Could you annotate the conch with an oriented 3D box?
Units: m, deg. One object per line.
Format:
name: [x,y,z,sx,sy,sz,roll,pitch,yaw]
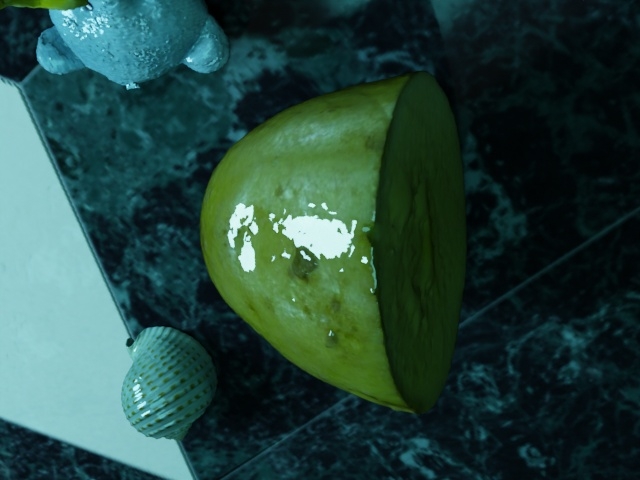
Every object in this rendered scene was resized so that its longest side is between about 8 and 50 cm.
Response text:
conch: [-0.117,0.112,0.750,0.076,0.057,0.085,-23,115,5]

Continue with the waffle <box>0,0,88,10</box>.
waffle: [-0.149,-0.234,0.464,0.056,0.261,0.250,15,120,47]

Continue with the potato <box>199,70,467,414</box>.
potato: [0.000,0.000,0.613,0.158,0.178,0.204,1,136,26]

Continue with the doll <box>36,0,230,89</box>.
doll: [-0.118,-0.174,0.571,0.120,0.075,0.180,0,120,5]
